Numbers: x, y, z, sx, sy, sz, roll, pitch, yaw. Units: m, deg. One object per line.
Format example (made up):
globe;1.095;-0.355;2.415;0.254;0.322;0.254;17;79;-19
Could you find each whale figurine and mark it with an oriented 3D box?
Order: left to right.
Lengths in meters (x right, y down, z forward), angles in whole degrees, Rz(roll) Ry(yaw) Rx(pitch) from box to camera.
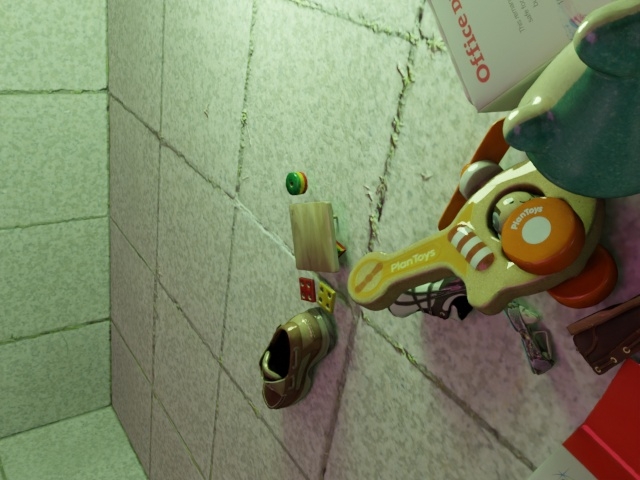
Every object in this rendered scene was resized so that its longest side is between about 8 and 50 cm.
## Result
whale figurine;0.278;-0.123;0.541;0.216;0.272;0.141;-24;76;10

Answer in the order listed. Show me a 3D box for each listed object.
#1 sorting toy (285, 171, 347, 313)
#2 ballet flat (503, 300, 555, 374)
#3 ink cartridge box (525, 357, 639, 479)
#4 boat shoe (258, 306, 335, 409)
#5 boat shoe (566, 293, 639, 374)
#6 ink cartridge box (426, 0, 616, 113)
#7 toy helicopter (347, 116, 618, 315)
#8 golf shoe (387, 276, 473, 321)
sorting toy;0.000;0.000;1.157;0.132;0.046;0.275;0;98;55
ballet flat;0.280;0.120;0.799;0.041;0.041;0.114;-42;64;51
ink cartridge box;0.370;0.379;0.686;0.308;0.091;0.385;46;135;39
boat shoe;-0.080;0.261;1.280;0.123;0.116;0.324;54;138;32
boat shoe;0.360;0.087;0.640;0.073;0.073;0.207;67;151;19
ink cartridge box;0.265;-0.306;0.618;0.306;0.131;0.226;-33;72;55
toy helicopter;0.180;-0.006;0.776;0.355;0.140;0.235;-25;51;33
golf shoe;0.173;0.091;0.906;0.198;0.077;0.094;-48;60;51
